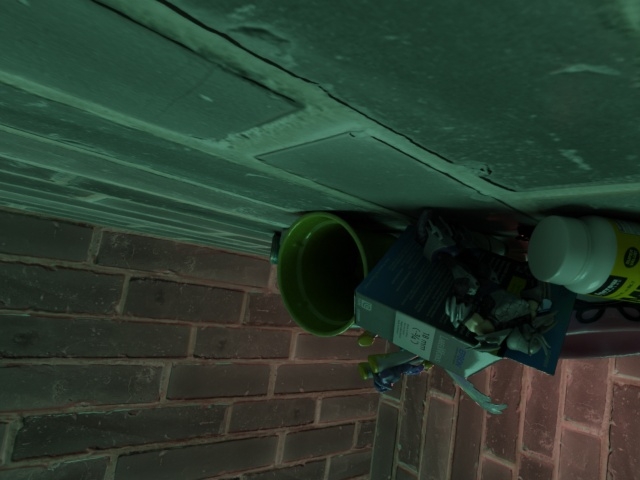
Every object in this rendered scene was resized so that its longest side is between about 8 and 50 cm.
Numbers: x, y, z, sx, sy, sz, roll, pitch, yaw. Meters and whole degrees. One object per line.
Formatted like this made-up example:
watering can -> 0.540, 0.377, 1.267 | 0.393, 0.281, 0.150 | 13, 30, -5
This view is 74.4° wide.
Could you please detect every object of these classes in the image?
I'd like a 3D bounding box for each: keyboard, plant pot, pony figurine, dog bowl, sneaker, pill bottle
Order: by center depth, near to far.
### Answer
pill bottle -> 0.432, 0.027, 0.625 | 0.208, 0.119, 0.119 | 8, 174, -4
keyboard -> 0.442, 0.001, 0.817 | 0.180, 0.023, 0.108 | 15, 171, -41
dog bowl -> 0.575, 0.155, 0.902 | 0.407, 0.151, 0.408 | 1, 156, 0
sneaker -> 0.307, 0.026, 0.967 | 0.094, 0.090, 0.235 | 1, 180, -33
plant pot -> 0.080, 0.070, 1.014 | 0.275, 0.277, 0.253 | 2, -177, 44
pony figurine -> 0.271, 0.253, 1.058 | 0.362, 0.303, 0.351 | -12, -153, -15
sneaker -> -0.104, 0.037, 1.526 | 0.120, 0.108, 0.302 | 7, -178, 6

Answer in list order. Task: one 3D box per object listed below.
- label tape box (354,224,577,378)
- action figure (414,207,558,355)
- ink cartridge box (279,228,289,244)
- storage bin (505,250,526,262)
label tape box -> 0.263, 0.117, 0.782 | 0.333, 0.106, 0.240 | 22, -135, 28
action figure -> 0.259, 0.069, 0.679 | 0.185, 0.099, 0.285 | -2, -140, -26
ink cartridge box -> 0.000, 0.000, 1.265 | 0.180, 0.056, 0.224 | 11, 175, -25
storage bin -> 0.379, 0.082, 1.173 | 0.260, 0.123, 0.262 | 10, 173, -23
